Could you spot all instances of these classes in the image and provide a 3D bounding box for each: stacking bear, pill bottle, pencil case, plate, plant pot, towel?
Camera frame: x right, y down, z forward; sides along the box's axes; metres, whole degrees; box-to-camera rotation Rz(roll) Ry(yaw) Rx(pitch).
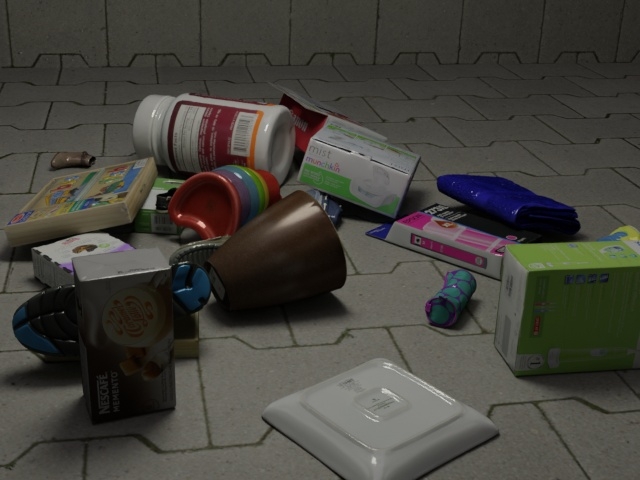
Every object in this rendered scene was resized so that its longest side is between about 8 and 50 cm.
[{"bbox_3d":[-0.191,-0.099,2.164,0.175,0.164,0.289,35,22,14],"label":"stacking bear"},{"bbox_3d":[-0.283,-0.272,2.469,0.392,0.224,0.224,10,24,18],"label":"pill bottle"},{"bbox_3d":[0.257,0.110,1.825,0.070,0.065,0.151,27,29,14],"label":"pencil case"},{"bbox_3d":[0.093,0.272,1.461,0.277,0.045,0.278,-18,30,-37],"label":"plate"},{"bbox_3d":[-0.103,0.043,1.814,0.230,0.215,0.215,-24,32,-22],"label":"plant pot"},{"bbox_3d":[0.453,-0.099,2.248,0.227,0.076,0.308,7,14,-35],"label":"towel"}]

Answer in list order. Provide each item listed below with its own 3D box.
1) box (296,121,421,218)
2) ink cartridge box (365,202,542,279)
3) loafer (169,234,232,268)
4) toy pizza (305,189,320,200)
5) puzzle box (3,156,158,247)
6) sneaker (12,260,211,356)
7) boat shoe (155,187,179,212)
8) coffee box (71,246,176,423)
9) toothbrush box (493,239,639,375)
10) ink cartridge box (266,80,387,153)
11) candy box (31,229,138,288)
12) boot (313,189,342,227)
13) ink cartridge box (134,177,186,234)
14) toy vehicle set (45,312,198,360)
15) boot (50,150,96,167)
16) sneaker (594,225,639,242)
[{"bbox_3d":[0.102,-0.182,2.314,0.261,0.127,0.231,21,21,4],"label":"box"},{"bbox_3d":[0.300,-0.013,2.127,0.370,0.069,0.175,17,27,37],"label":"ink cartridge box"},{"bbox_3d":[-0.202,0.038,1.944,0.251,0.094,0.087,-5,12,-28],"label":"loafer"},{"bbox_3d":[-0.078,-0.043,2.094,0.201,0.032,0.201,-34,17,12],"label":"toy pizza"},{"bbox_3d":[-0.538,-0.097,2.141,0.272,0.052,0.409,-12,18,2],"label":"puzzle box"},{"bbox_3d":[-0.365,0.124,1.625,0.340,0.125,0.139,-11,0,-23],"label":"sneaker"},{"bbox_3d":[-0.329,-0.100,2.138,0.048,0.042,0.133,16,24,28],"label":"boat shoe"},{"bbox_3d":[-0.308,0.147,1.458,0.141,0.247,0.098,-7,24,-22],"label":"coffee box"},{"bbox_3d":[0.469,0.117,1.650,0.283,0.206,0.122,-2,23,-8],"label":"toothbrush box"},{"bbox_3d":[-0.012,-0.313,2.591,0.271,0.130,0.309,18,13,-30],"label":"ink cartridge box"},{"bbox_3d":[-0.463,0.055,1.885,0.196,0.070,0.164,24,31,39],"label":"candy box"},{"bbox_3d":[0.014,-0.081,2.269,0.086,0.069,0.190,19,27,3],"label":"boot"},{"bbox_3d":[-0.366,-0.084,2.225,0.108,0.062,0.209,4,24,3],"label":"ink cartridge box"},{"bbox_3d":[-0.355,0.160,1.691,0.266,0.035,0.166,-1,23,-6],"label":"toy vehicle set"},{"bbox_3d":[-0.674,-0.220,2.545,0.086,0.042,0.118,9,24,11],"label":"boot"},{"bbox_3d":[0.663,0.054,1.997,0.126,0.091,0.240,-17,24,1],"label":"sneaker"}]
